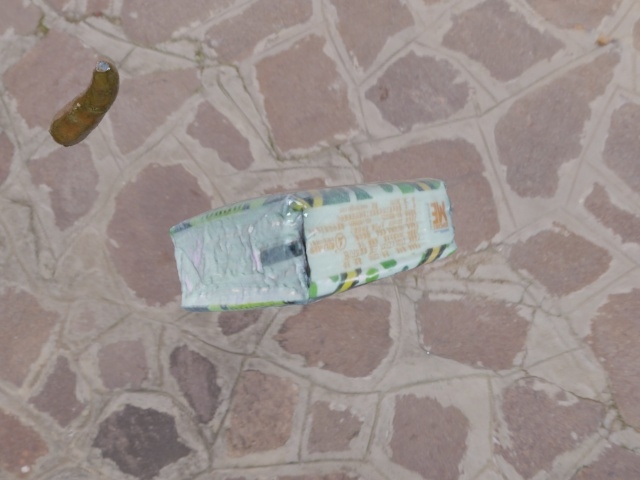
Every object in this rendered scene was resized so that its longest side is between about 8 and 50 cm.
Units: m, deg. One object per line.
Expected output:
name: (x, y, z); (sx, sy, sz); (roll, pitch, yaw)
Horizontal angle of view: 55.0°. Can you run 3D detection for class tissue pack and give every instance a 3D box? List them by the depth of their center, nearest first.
tissue pack: (0.000, 0.000, 0.788); (0.227, 0.310, 0.128); (-9, 92, 42)

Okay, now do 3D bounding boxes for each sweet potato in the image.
sweet potato: (-0.439, -0.252, 1.161); (0.273, 0.075, 0.076); (-26, 73, 43)
